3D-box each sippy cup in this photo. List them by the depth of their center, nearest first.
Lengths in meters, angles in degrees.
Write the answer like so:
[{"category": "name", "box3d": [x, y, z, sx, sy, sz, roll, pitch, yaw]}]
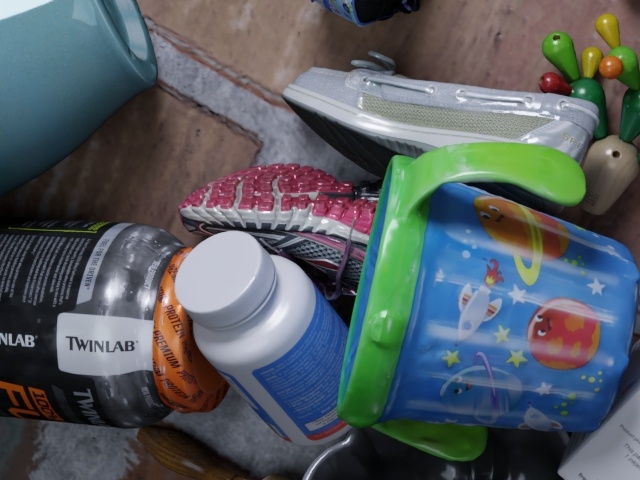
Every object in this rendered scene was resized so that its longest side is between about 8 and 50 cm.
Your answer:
[{"category": "sippy cup", "box3d": [0.145, 0.063, 1.311, 0.224, 0.305, 0.240, 13, 78, -1]}]

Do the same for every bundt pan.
[{"category": "bundt pan", "box3d": [0.131, 0.314, 1.458, 0.330, 0.124, 0.331, -8, 58, 12]}]

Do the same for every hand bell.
[{"category": "hand bell", "box3d": [-0.094, 0.254, 1.615, 0.242, 0.126, 0.126, 27, 111, 24]}]

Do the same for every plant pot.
[{"category": "plant pot", "box3d": [-0.306, -0.182, 1.486, 0.255, 0.271, 0.272, -22, 96, 8]}]

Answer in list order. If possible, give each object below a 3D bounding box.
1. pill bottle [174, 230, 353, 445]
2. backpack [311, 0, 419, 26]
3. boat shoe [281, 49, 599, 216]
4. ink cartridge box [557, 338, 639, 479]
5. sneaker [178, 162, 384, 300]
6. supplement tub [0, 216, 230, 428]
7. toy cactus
[{"category": "pill bottle", "box3d": [-0.044, 0.091, 1.458, 0.124, 0.124, 0.221, -14, 138, 21]}, {"category": "backpack", "box3d": [0.031, -0.273, 1.381, 0.116, 0.173, 0.158, 18, 110, 14]}, {"category": "boat shoe", "box3d": [0.104, -0.110, 1.416, 0.320, 0.118, 0.103, 18, 72, 40]}, {"category": "ink cartridge box", "box3d": [0.353, 0.112, 1.355, 0.117, 0.201, 0.278, 41, 113, 4]}, {"category": "sneaker", "box3d": [0.000, 0.000, 1.494, 0.299, 0.121, 0.112, 10, 116, 19]}, {"category": "supplement tub", "box3d": [-0.264, 0.081, 1.556, 0.337, 0.207, 0.207, 3, 105, 19]}, {"category": "toy cactus", "box3d": [0.285, -0.099, 1.389, 0.219, 0.112, 0.181, 25, 120, 2]}]
